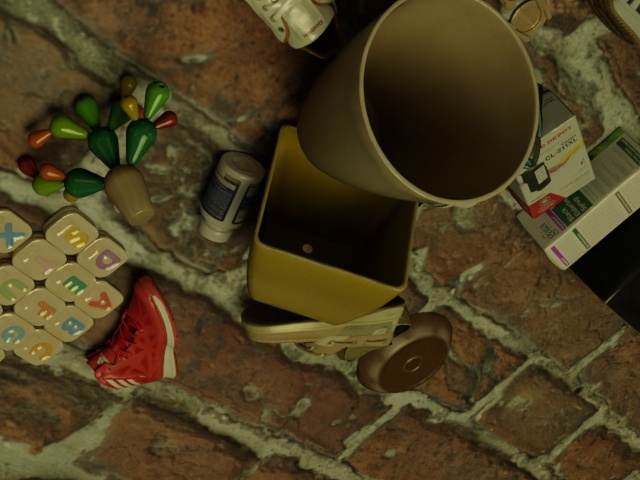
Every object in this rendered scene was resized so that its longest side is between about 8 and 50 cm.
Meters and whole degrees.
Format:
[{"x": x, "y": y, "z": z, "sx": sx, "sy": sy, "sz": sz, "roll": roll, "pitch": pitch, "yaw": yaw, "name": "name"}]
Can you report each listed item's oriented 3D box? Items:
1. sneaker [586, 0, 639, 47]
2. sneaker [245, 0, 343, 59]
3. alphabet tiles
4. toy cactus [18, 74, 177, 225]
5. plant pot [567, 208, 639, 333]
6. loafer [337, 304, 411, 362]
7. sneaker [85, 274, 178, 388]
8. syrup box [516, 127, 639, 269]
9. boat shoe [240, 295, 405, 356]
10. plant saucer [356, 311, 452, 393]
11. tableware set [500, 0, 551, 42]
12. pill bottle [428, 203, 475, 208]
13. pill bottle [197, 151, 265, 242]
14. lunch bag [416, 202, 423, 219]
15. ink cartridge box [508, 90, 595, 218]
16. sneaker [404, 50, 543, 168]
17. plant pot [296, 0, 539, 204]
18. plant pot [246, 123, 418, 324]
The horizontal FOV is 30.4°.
[{"x": 0.435, "y": -0.396, "z": 1.648, "sx": 0.153, "sy": 0.099, "sz": 0.282, "roll": -50, "pitch": 145, "yaw": 6, "name": "sneaker"}, {"x": -0.043, "y": -0.304, "z": 1.372, "sx": 0.106, "sy": 0.123, "sz": 0.290, "roll": -40, "pitch": 153, "yaw": 9, "name": "sneaker"}, {"x": -0.410, "y": 0.073, "z": 1.621, "sx": 0.284, "sy": 0.021, "sz": 0.278, "roll": -38, "pitch": 140, "yaw": 4, "name": "alphabet tiles"}, {"x": -0.256, "y": -0.096, "z": 1.446, "sx": 0.219, "sy": 0.180, "sz": 0.112, "roll": -31, "pitch": 161, "yaw": 4, "name": "toy cactus"}, {"x": 0.539, "y": 0.025, "z": 2.092, "sx": 0.167, "sy": 0.187, "sz": 0.188, "roll": -47, "pitch": 139, "yaw": 10, "name": "plant pot"}, {"x": 0.094, "y": 0.164, "z": 2.028, "sx": 0.148, "sy": 0.050, "sz": 0.056, "roll": -39, "pitch": 140, "yaw": 5, "name": "loafer"}, {"x": -0.282, "y": 0.151, "z": 1.734, "sx": 0.128, "sy": 0.087, "sz": 0.221, "roll": -21, "pitch": 138, "yaw": -18, "name": "sneaker"}, {"x": 0.462, "y": -0.069, "z": 2.014, "sx": 0.237, "sy": 0.093, "sz": 0.096, "roll": -40, "pitch": 140, "yaw": 8, "name": "syrup box"}, {"x": 0.005, "y": 0.142, "z": 1.893, "sx": 0.302, "sy": 0.109, "sz": 0.098, "roll": -5, "pitch": 115, "yaw": -38, "name": "boat shoe"}, {"x": 0.161, "y": 0.214, "z": 2.137, "sx": 0.199, "sy": 0.036, "sz": 0.198, "roll": -19, "pitch": 138, "yaw": -18, "name": "plant saucer"}, {"x": 0.320, "y": -0.365, "z": 1.682, "sx": 0.169, "sy": 0.020, "sz": 0.141, "roll": -41, "pitch": 140, "yaw": 8, "name": "tableware set"}, {"x": 0.168, "y": -0.108, "z": 1.768, "sx": 0.184, "sy": 0.103, "sz": 0.103, "roll": 22, "pitch": 115, "yaw": -44, "name": "pill bottle"}, {"x": -0.128, "y": -0.059, "z": 1.644, "sx": 0.067, "sy": 0.067, "sz": 0.120, "roll": 3, "pitch": 127, "yaw": -36, "name": "pill bottle"}, {"x": 0.112, "y": -0.039, "z": 1.840, "sx": 0.083, "sy": 0.053, "sz": 0.071, "roll": 8, "pitch": 123, "yaw": -27, "name": "lunch bag"}, {"x": 0.355, "y": -0.135, "z": 1.892, "sx": 0.127, "sy": 0.072, "sz": 0.175, "roll": -34, "pitch": 141, "yaw": 1, "name": "ink cartridge box"}, {"x": 0.222, "y": -0.225, "z": 1.680, "sx": 0.341, "sy": 0.125, "sz": 0.139, "roll": 35, "pitch": 66, "yaw": -54, "name": "sneaker"}, {"x": 0.091, "y": -0.159, "z": 1.491, "sx": 0.257, "sy": 0.274, "sz": 0.256, "roll": 2, "pitch": 85, "yaw": -28, "name": "plant pot"}, {"x": 0.000, "y": 0.000, "z": 1.656, "sx": 0.212, "sy": 0.212, "sz": 0.187, "roll": 19, "pitch": 143, "yaw": -10, "name": "plant pot"}]
